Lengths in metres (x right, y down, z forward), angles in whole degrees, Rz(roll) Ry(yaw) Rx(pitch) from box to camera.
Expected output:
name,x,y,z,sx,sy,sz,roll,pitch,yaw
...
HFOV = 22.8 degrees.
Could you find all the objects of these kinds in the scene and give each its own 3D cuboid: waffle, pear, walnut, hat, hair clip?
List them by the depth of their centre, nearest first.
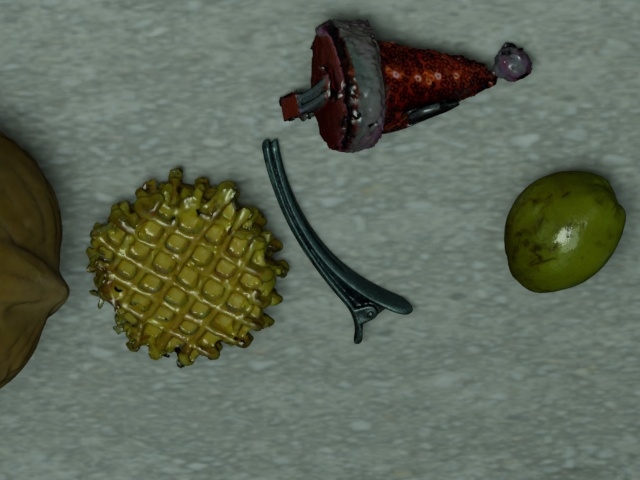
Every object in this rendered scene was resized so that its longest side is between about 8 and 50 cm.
name,x,y,z,sx,sy,sz,roll,pitch,yaw
walnut,-0.394,0.016,1.457,0.332,0.333,0.333,0,114,1
hat,0.088,-0.146,1.488,0.227,0.129,0.140,-7,156,-14
pear,0.231,-0.009,1.532,0.131,0.107,0.107,-37,109,28
waffle,-0.135,0.028,1.574,0.197,0.070,0.193,-23,112,13
hair clip,0.000,0.000,1.575,0.070,0.039,0.229,-32,108,15
